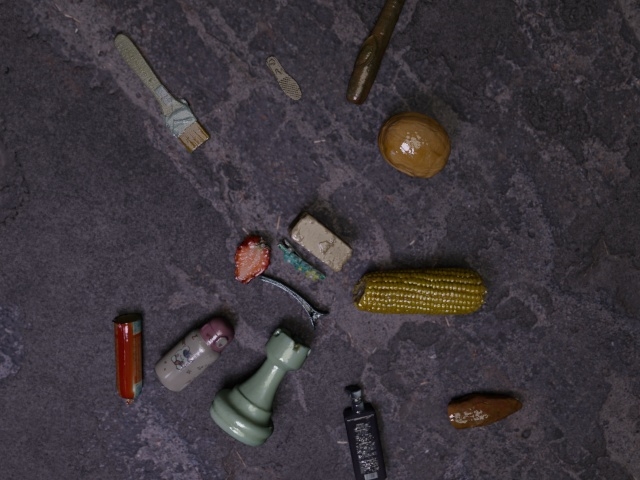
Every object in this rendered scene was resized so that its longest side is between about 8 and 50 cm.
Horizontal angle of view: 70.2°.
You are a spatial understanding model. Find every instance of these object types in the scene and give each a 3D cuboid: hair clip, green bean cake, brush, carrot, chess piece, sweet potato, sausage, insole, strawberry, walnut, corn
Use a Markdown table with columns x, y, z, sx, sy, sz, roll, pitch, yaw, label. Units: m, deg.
| x | y | z | sx | sy | sz | roll | pitch | yaw | label |
| --- | --- | --- | --- | --- | --- | --- | --- | --- | --- |
| -0.080 | 0.163 | 1.320 | 0.229 | 0.039 | 0.070 | 41 | 93 | -7 | hair clip |
| 0.000 | 0.000 | 1.256 | 0.179 | 0.109 | 0.085 | 39 | 95 | -11 | green bean cake |
| -0.058 | 0.066 | 1.300 | 0.173 | 0.049 | 0.049 | 42 | 94 | -13 | hair clip |
| -0.418 | -0.385 | 1.183 | 0.085 | 0.020 | 0.336 | -37 | 102 | 2 | brush |
| 0.150 | -0.525 | 1.199 | 0.070 | 0.070 | 0.342 | 22 | 96 | -10 | carrot |
| -0.156 | 0.399 | 1.287 | 0.195 | 0.194 | 0.299 | 35 | 86 | -11 | chess piece |
| 0.510 | 0.528 | 1.426 | 0.252 | 0.097 | 0.097 | -7 | 101 | -10 | sweet potato |
| -0.539 | 0.340 | 1.277 | 0.083 | 0.083 | 0.263 | 2 | 101 | -7 | sausage |
| -0.098 | -0.434 | 1.218 | 0.045 | 0.002 | 0.135 | -37 | 102 | 1 | insole |
| -0.195 | 0.051 | 1.278 | 0.104 | 0.048 | 0.152 | 29 | 110 | -17 | strawberry |
| 0.250 | -0.254 | 1.207 | 0.197 | 0.165 | 0.165 | 21 | 98 | -6 | walnut |
| 0.288 | 0.144 | 1.299 | 0.388 | 0.144 | 0.143 | 2 | 100 | -7 | corn |

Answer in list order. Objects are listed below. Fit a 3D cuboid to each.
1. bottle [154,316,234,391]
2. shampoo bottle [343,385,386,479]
| x | y | z | sx | sy | sz | roll | pitch | yaw | label |
| --- | --- | --- | --- | --- | --- | --- | --- | --- | --- |
| -0.344 | 0.309 | 1.277 | 0.233 | 0.110 | 0.110 | -41 | 102 | 3 | bottle |
| 0.131 | 0.597 | 1.401 | 0.098 | 0.071 | 0.309 | -11 | 102 | -3 | shampoo bottle |
